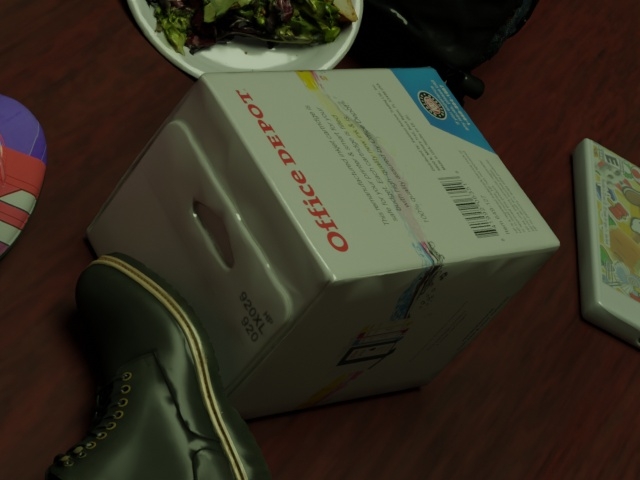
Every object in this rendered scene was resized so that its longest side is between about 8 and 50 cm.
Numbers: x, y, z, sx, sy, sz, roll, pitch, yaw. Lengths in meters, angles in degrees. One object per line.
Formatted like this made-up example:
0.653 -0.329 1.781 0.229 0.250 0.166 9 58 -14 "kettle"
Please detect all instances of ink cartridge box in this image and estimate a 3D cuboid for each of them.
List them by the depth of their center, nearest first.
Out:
0.000 0.000 1.233 0.233 0.168 0.171 -6 55 -46 "ink cartridge box"

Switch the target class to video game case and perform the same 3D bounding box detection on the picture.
0.313 0.030 1.617 0.206 0.026 0.227 28 37 -18 "video game case"

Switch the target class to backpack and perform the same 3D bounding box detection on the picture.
0.100 -0.287 1.620 0.276 0.213 0.263 40 24 4 "backpack"

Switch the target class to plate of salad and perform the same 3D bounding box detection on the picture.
-0.058 -0.210 1.458 0.200 0.048 0.199 6 67 -16 "plate of salad"

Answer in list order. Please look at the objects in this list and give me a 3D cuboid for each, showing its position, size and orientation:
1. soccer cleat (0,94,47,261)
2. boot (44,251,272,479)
-0.242 -0.024 1.080 0.108 0.116 0.318 42 35 2 "soccer cleat"
-0.126 0.101 1.097 0.137 0.077 0.198 -14 61 -44 "boot"
